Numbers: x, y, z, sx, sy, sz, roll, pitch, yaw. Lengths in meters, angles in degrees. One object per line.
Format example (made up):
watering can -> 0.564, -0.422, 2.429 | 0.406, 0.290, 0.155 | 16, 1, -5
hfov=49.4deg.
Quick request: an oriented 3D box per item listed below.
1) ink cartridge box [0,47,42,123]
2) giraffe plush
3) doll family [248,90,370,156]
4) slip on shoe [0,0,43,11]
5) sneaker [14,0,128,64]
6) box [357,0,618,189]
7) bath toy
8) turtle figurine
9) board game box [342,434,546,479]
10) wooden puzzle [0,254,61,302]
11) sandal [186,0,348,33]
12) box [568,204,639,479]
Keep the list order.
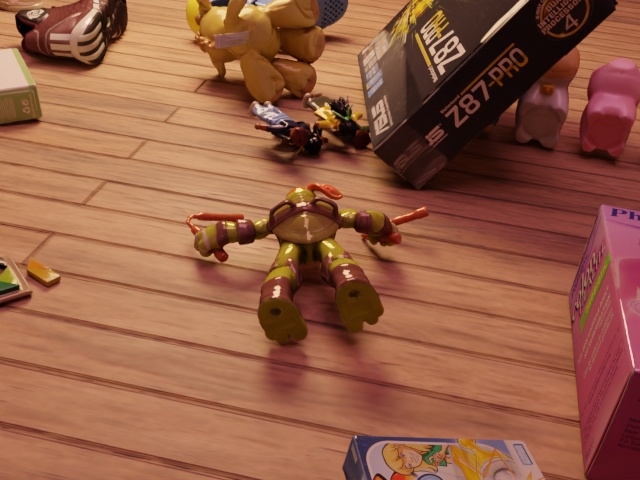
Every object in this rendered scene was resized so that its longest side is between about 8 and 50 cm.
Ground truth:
ink cartridge box -> -0.524, -0.208, 0.962 | 0.235, 0.056, 0.171 | -15, 38, -24
giraffe plush -> -0.120, -0.320, 1.109 | 0.210, 0.182, 0.170 | 1, 17, -40
doll family -> -0.008, -0.158, 0.958 | 0.193, 0.076, 0.111 | -20, 45, -27
slip on shoe -> -0.624, -0.485, 1.385 | 0.135, 0.041, 0.051 | 7, 33, 2
sneaker -> -0.445, -0.400, 1.229 | 0.162, 0.107, 0.281 | 2, 34, -1
box -> 0.200, -0.288, 0.982 | 0.097, 0.318, 0.395 | 36, 27, -21
bath toy -> 0.409, -0.208, 1.025 | 0.348, 0.151, 0.129 | 16, 44, 11
turtle figurine -> 0.000, 0.000, 0.695 | 0.269, 0.087, 0.217 | 0, 33, -9
board game box -> 0.100, 0.204, 0.419 | 0.136, 0.035, 0.201 | 6, 28, -16
wooden puzzle -> -0.314, 0.039, 0.653 | 0.116, 0.014, 0.078 | -25, 44, -38
sandal -> -0.084, -0.421, 1.316 | 0.317, 0.126, 0.138 | -19, 43, -20
box -> 0.335, 0.094, 0.578 | 0.213, 0.117, 0.243 | 12, 33, 9
